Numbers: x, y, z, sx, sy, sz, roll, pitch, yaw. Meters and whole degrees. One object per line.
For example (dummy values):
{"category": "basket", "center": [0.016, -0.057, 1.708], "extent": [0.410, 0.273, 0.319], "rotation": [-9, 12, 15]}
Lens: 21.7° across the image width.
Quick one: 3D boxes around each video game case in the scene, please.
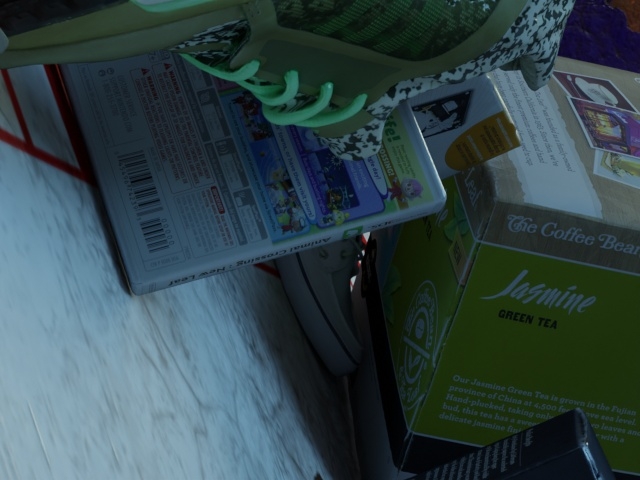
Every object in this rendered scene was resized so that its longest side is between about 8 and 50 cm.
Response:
{"category": "video game case", "center": [-0.050, -0.089, 0.998], "extent": [0.023, 0.193, 0.212], "rotation": [111, -39, -66]}

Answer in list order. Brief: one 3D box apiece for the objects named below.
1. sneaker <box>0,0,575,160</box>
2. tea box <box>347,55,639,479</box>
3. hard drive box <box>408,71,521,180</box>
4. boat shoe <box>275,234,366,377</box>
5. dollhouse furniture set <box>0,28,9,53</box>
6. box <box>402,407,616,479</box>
{"category": "sneaker", "center": [0.000, -0.112, 0.893], "extent": [0.158, 0.410, 0.182], "rotation": [41, -42, 49]}
{"category": "tea box", "center": [0.168, 0.047, 1.370], "extent": [0.329, 0.220, 0.323], "rotation": [-99, -157, -62]}
{"category": "hard drive box", "center": [0.003, -0.082, 1.130], "extent": [0.181, 0.232, 0.089], "rotation": [41, 27, -69]}
{"category": "boat shoe", "center": [0.000, 0.000, 1.413], "extent": [0.083, 0.076, 0.226], "rotation": [4, 63, -80]}
{"category": "dollhouse furniture set", "center": [-0.168, -0.294, 0.659], "extent": [0.174, 0.303, 0.355], "rotation": [30, -22, 45]}
{"category": "box", "center": [0.096, 0.215, 1.004], "extent": [0.108, 0.207, 0.153], "rotation": [-43, 109, -81]}
